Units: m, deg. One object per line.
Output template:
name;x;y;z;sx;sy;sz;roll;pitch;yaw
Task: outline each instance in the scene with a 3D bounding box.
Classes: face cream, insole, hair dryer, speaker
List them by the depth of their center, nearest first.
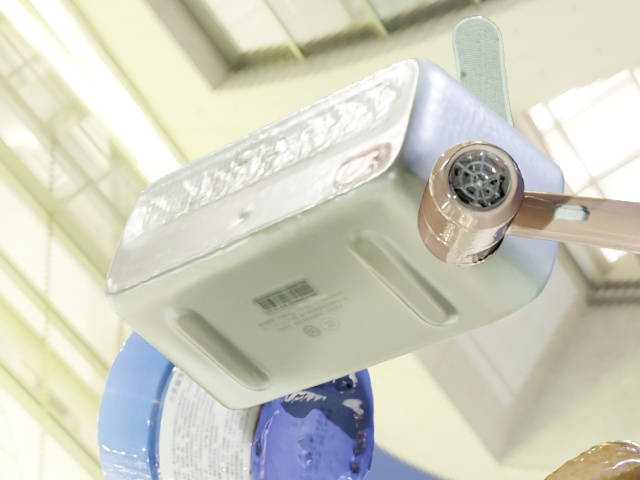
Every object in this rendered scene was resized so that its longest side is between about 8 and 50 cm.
hair dryer;0.159;-0.018;1.038;0.181;0.117;0.064;6;-105;-1
speaker;0.000;0.000;1.393;0.406;0.184;0.183;-23;-141;39
face cream;-0.087;0.207;1.724;0.225;0.249;0.249;7;-128;35
insole;0.180;-0.142;1.738;0.080;0.232;0.003;9;-149;22

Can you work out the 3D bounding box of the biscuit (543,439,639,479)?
biscuit;0.140;0.232;0.866;0.208;0.290;0.041;-30;-135;-24
